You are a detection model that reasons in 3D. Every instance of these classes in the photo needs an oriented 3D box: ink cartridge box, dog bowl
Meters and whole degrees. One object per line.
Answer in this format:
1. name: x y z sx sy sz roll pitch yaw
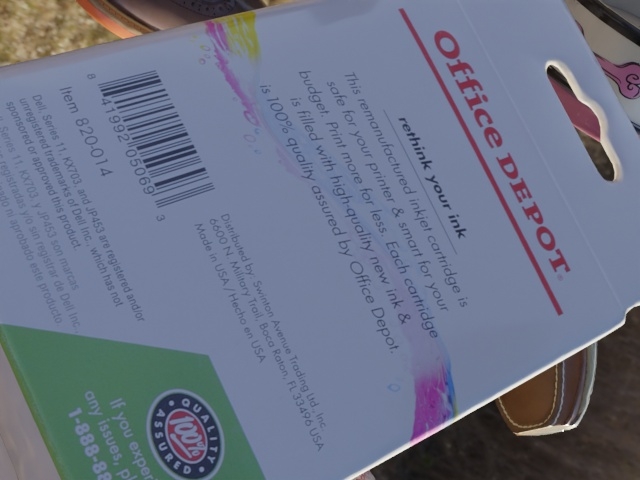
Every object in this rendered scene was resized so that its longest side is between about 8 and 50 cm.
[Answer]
1. ink cartridge box: 0.000 0.000 0.515 0.353 0.207 0.119 -21 171 -34
2. dog bowl: 0.414 -0.238 1.380 0.408 0.408 0.150 -12 141 -49

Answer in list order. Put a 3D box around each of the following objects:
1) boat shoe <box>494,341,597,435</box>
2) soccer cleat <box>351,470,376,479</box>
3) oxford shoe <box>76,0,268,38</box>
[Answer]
1. boat shoe: 0.177 0.026 1.046 0.120 0.123 0.324 20 57 -45
2. soccer cleat: 0.074 0.356 1.196 0.143 0.331 0.116 -6 121 -1
3. oxford shoe: -0.111 -0.195 0.610 0.271 0.098 0.097 38 34 -26
